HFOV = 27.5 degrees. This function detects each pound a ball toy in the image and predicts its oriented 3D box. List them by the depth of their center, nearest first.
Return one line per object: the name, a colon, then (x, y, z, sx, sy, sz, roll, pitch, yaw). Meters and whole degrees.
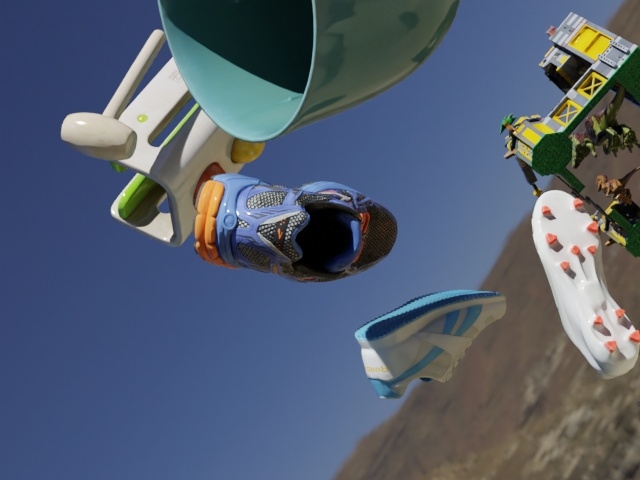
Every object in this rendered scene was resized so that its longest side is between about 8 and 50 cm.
pound a ball toy: (-0.138, -0.140, 1.478, 0.319, 0.136, 0.208, -55, -20, -33)

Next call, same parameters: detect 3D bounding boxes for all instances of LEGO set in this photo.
LEGO set: (0.381, -0.150, 1.790, 0.255, 0.331, 0.192, -57, 32, 10)

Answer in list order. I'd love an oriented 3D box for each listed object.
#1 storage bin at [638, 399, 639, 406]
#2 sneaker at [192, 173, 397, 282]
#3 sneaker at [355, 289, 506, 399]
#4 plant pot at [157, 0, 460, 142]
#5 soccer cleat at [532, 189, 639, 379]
storage bin: (0.454, 0.257, 1.219, 0.123, 0.260, 0.262, -39, -49, 20)
sneaker: (0.000, 0.000, 0.958, 0.221, 0.087, 0.083, -2, -76, -58)
sneaker: (0.140, 0.120, 1.597, 0.229, 0.087, 0.092, -20, -77, -35)
plant pot: (0.003, -0.267, 1.350, 0.235, 0.293, 0.293, -17, -35, -32)
soccer cleat: (0.251, 0.044, 1.276, 0.068, 0.196, 0.076, -13, -25, -14)
